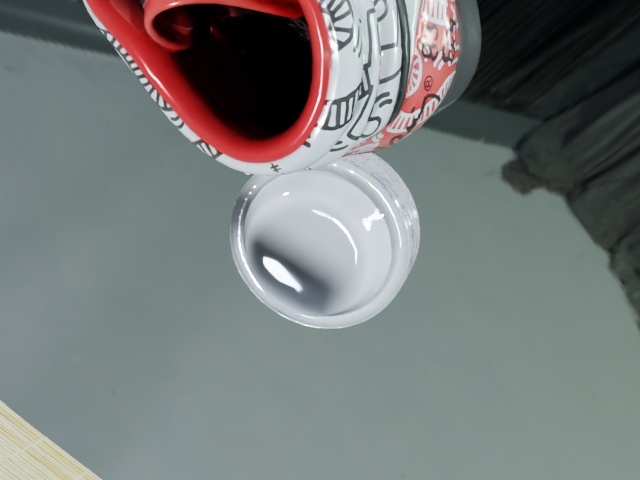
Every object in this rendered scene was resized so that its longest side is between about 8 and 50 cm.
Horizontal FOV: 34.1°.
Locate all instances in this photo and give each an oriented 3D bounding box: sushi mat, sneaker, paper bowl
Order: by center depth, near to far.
[{"bbox_3d":[-0.029,-0.153,0.338,0.145,0.090,0.270,-35,108,-57],"label":"sneaker"},{"bbox_3d":[-0.294,0.278,1.176,0.316,0.019,0.151,35,11,7],"label":"sushi mat"},{"bbox_3d":[0.000,0.000,1.580,0.284,0.284,0.148,47,26,-3],"label":"paper bowl"}]
